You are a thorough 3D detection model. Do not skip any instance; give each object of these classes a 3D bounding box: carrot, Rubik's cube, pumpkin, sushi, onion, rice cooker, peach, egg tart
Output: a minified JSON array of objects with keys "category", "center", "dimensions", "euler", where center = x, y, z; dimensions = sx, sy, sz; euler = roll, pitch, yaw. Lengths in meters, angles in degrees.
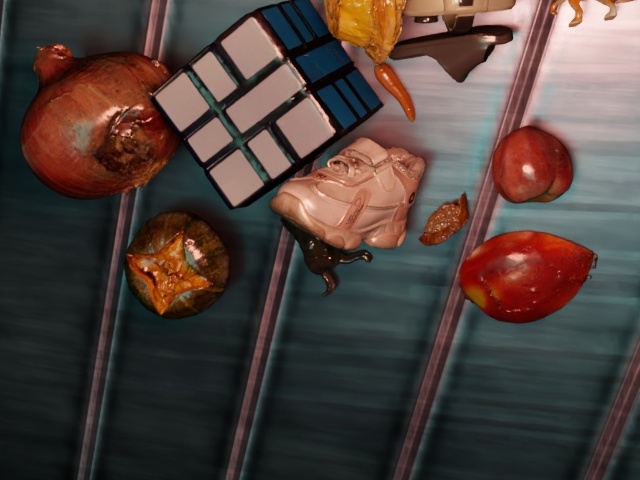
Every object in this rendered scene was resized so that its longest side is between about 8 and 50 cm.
[{"category":"carrot","center":[0.147,-0.295,1.925],"dimensions":[0.035,0.035,0.142],"euler":[-32,100,25]},{"category":"Rubik's cube","center":[-0.096,-0.265,1.881],"dimensions":[0.293,0.288,0.283],"euler":[-36,94,28]},{"category":"pumpkin","center":[-0.306,0.053,2.129],"dimensions":[0.237,0.159,0.238],"euler":[3,108,9]},{"category":"sushi","center":[0.249,-0.039,1.968],"dimensions":[0.120,0.052,0.055],"euler":[-38,108,28]},{"category":"onion","center":[-0.427,-0.233,1.984],"dimensions":[0.353,0.353,0.354],"euler":[6,110,17]},{"category":"rice cooker","center":[0.241,-0.485,1.726],"dimensions":[0.225,0.226,0.244],"euler":[4,106,18]},{"category":"peach","center":[0.394,-0.143,1.837],"dimensions":[0.152,0.152,0.152],"euler":[6,110,17]},{"category":"peach","center":[0.407,0.077,1.944],"dimensions":[0.279,0.068,0.189],"euler":[-19,103,23]},{"category":"egg tart","center":[0.072,-0.451,1.764],"dimensions":[0.118,0.288,0.288],"euler":[-7,107,-8]}]

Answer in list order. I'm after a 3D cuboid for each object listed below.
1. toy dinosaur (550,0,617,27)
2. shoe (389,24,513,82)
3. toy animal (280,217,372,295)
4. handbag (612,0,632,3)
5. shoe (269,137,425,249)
[{"category":"toy dinosaur","center":[0.470,-0.449,1.709],"dimensions":[0.212,0.057,0.143],"euler":[-12,81,47]},{"category":"shoe","center":[0.247,-0.342,1.837],"dimensions":[0.240,0.108,0.093],"euler":[-2,109,27]},{"category":"toy animal","center":[0.000,0.000,2.061],"dimensions":[0.148,0.084,0.233],"euler":[-15,110,40]},{"category":"handbag","center":[0.571,-0.478,1.684],"dimensions":[0.173,0.095,0.117],"euler":[-9,111,24]},{"category":"shoe","center":[0.055,-0.102,1.874],"dimensions":[0.171,0.351,0.198],"euler":[29,105,32]}]
